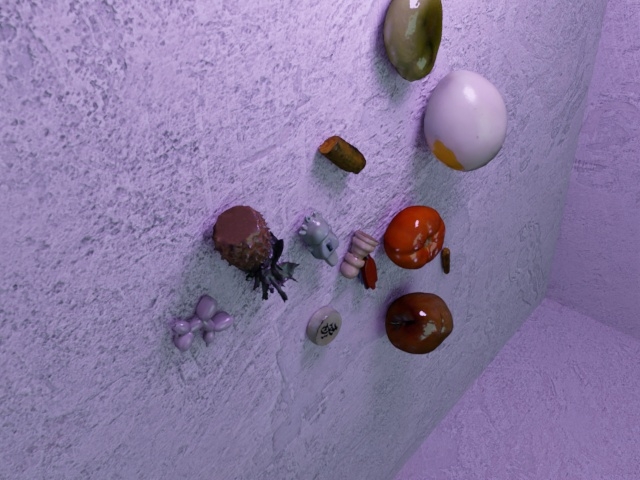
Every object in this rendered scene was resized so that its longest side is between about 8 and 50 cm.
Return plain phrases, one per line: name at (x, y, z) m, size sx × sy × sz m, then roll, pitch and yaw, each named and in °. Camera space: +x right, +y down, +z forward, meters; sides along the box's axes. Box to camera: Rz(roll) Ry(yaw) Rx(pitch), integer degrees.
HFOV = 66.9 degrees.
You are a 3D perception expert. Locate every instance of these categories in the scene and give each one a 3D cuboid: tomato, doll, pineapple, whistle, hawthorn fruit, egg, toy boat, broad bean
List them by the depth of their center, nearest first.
doll at (-0.331, 0.235, 1.324) m, size 0.160 × 0.059 × 0.161 m, roll -50°, pitch 141°, yaw -16°
pineapple at (-0.167, 0.046, 1.340) m, size 0.166 × 0.165 × 0.365 m, roll -51°, pitch 149°, yaw -13°
broad bean at (0.279, -0.619, 1.439) m, size 0.238 × 0.119 × 0.291 m, roll -32°, pitch 132°, yaw -32°
whistle at (0.000, 0.000, 1.525) m, size 0.110 × 0.092 × 0.244 m, roll -50°, pitch 139°, yaw -17°
egg at (0.502, -0.418, 1.684) m, size 0.283 × 0.283 × 0.345 m, roll -42°, pitch 132°, yaw -23°
toy boat at (0.169, 0.108, 1.809) m, size 0.069 × 0.058 × 0.173 m, roll -37°, pitch 129°, yaw -29°
tomato at (0.349, -0.016, 1.835) m, size 0.259 × 0.179 × 0.260 m, roll -24°, pitch 126°, yaw -37°
hawthorn fruit at (0.397, 0.355, 2.055) m, size 0.300 × 0.267 × 0.268 m, roll -2°, pitch 114°, yaw -37°

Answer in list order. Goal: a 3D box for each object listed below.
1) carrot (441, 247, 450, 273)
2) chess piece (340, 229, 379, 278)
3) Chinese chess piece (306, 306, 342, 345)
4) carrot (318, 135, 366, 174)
carrot at (0.597, 0.098, 2.298) m, size 0.042 × 0.042 × 0.171 m, roll -43°, pitch 141°, yaw -22°
chess piece at (0.127, 0.057, 1.707) m, size 0.094 × 0.094 × 0.171 m, roll 19°, pitch 102°, yaw -51°
Chinese chess piece at (0.015, 0.312, 1.758) m, size 0.144 × 0.058 × 0.144 m, roll -26°, pitch 129°, yaw -36°
carrot at (0.069, -0.258, 1.456) m, size 0.173 × 0.082 × 0.082 m, roll 29°, pitch 90°, yaw -49°
